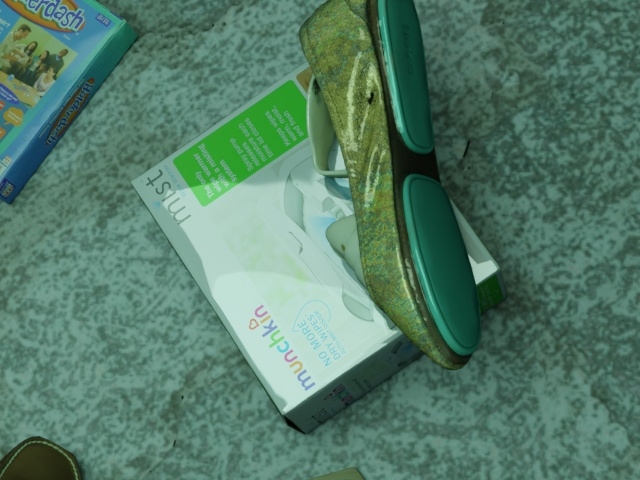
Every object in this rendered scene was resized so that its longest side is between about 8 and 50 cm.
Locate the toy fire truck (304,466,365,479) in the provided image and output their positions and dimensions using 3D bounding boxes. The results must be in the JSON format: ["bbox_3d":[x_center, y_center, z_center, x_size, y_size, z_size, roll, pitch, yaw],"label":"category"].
[{"bbox_3d":[-0.051,0.315,1.647,0.246,0.158,0.217,-42,72,10],"label":"toy fire truck"}]

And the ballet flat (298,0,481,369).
[{"bbox_3d":[0.050,-0.049,1.602,0.123,0.123,0.348,-13,75,8],"label":"ballet flat"}]

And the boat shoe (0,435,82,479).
[{"bbox_3d":[-0.250,0.271,1.611,0.123,0.324,0.120,26,119,-12],"label":"boat shoe"}]

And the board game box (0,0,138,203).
[{"bbox_3d":[-0.304,-0.165,1.853,0.160,0.047,0.210,36,86,18],"label":"board game box"}]

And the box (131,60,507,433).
[{"bbox_3d":[0.000,0.000,1.712,0.231,0.127,0.262,-33,73,0],"label":"box"}]
